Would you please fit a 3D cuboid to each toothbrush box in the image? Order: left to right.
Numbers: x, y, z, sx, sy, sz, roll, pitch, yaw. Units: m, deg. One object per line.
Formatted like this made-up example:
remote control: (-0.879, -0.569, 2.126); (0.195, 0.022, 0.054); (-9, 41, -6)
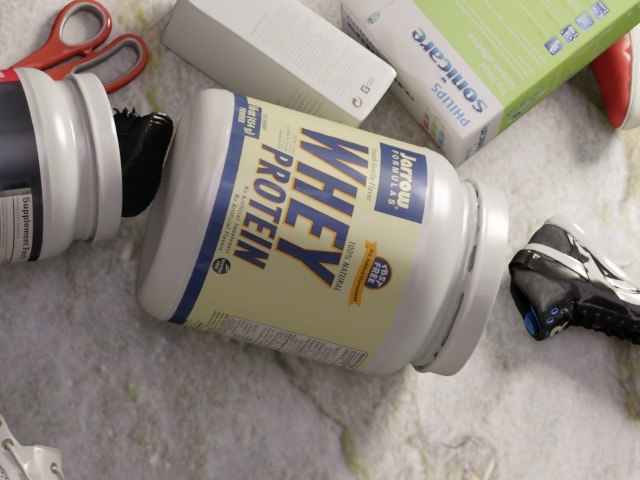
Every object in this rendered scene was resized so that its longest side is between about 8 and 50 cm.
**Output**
toothbrush box: (0.192, -0.252, 1.949); (0.283, 0.122, 0.206); (-39, 80, -8)

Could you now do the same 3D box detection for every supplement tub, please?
supplement tub: (-0.343, -0.066, 1.731); (0.272, 0.191, 0.191); (-8, 73, -19)
supplement tub: (0.000, 0.000, 1.785); (0.325, 0.235, 0.235); (15, 67, -11)

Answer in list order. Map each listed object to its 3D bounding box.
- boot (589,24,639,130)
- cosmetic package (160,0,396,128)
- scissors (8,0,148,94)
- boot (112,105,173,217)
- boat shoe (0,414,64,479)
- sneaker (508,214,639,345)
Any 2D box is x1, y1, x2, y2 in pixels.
boot: (0.278, -0.237, 2.043); (0.176, 0.088, 0.244); (0, 66, -13)
cosmetic package: (-0.047, -0.197, 1.911); (0.231, 0.117, 0.085); (37, 64, -3)
scissors: (-0.315, -0.156, 1.866); (0.297, 0.021, 0.109); (-34, 85, -26)
boot: (-0.200, -0.080, 1.833); (0.045, 0.099, 0.121); (27, 76, -34)
boat shoe: (-0.280, 0.227, 1.694); (0.096, 0.098, 0.277); (-35, 82, -24)
sneaker: (0.292, 0.085, 1.934); (0.217, 0.079, 0.121); (41, 68, 10)
